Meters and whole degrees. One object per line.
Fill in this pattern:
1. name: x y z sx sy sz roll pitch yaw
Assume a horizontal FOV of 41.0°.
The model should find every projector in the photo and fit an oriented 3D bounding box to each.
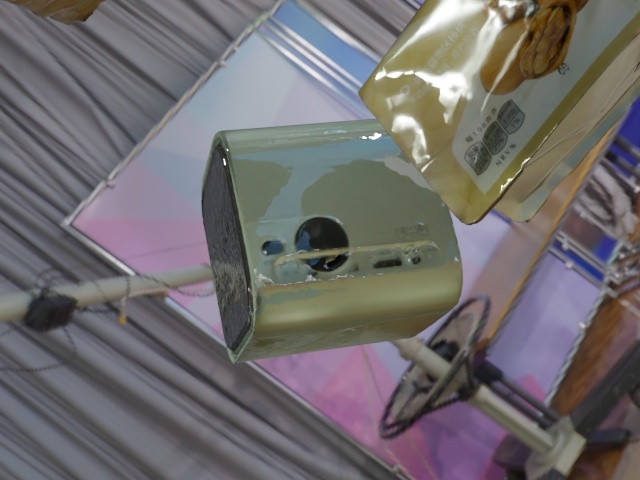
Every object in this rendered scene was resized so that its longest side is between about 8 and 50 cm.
1. projector: 0.000 0.000 1.046 0.248 0.249 0.248 124 137 -66

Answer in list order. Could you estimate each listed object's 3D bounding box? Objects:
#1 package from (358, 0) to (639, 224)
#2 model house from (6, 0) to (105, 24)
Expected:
1. package: 0.214 -0.175 0.762 0.165 0.221 0.311 15 -58 -43
2. model house: -0.134 -0.380 0.464 0.445 0.395 0.400 -36 8 6
